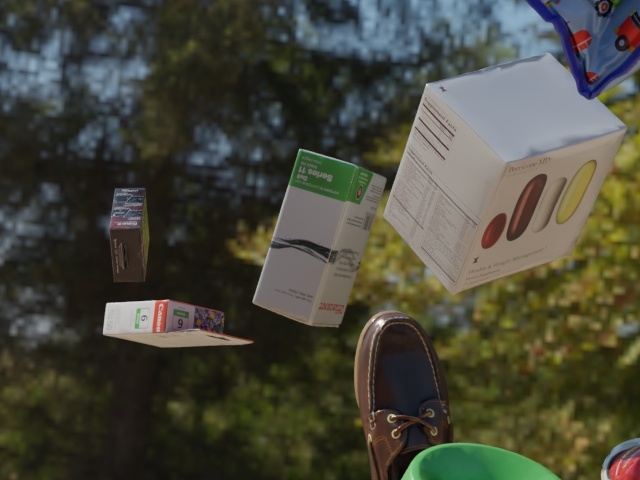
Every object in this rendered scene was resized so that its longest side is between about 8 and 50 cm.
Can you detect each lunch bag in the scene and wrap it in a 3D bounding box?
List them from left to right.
[{"bbox_3d":[0.322,-0.265,1.347,0.293,0.138,0.221,-33,4,33],"label":"lunch bag"}]

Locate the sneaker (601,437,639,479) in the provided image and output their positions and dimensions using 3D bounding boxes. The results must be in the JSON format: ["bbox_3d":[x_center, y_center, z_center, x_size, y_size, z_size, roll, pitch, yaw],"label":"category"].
[{"bbox_3d":[0.446,0.245,1.827,0.279,0.107,0.118,-13,-6,-7],"label":"sneaker"}]

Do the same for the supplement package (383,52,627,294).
[{"bbox_3d":[0.210,-0.078,1.951,0.194,0.203,0.149,-17,51,-33],"label":"supplement package"}]

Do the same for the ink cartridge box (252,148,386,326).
[{"bbox_3d":[0.000,0.000,2.177,0.086,0.208,0.153,17,0,16],"label":"ink cartridge box"}]

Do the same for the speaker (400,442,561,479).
[{"bbox_3d":[0.082,0.289,1.125,0.131,0.297,0.131,10,21,-4],"label":"speaker"}]

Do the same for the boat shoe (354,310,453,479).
[{"bbox_3d":[0.072,0.159,1.322,0.073,0.207,0.073,-8,2,-8],"label":"boat shoe"}]

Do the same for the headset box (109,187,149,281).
[{"bbox_3d":[-0.183,-0.003,1.627,0.032,0.062,0.083,-1,33,0],"label":"headset box"}]

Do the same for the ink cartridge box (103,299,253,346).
[{"bbox_3d":[-0.113,0.066,1.352,0.115,0.029,0.063,-6,-16,43],"label":"ink cartridge box"}]
